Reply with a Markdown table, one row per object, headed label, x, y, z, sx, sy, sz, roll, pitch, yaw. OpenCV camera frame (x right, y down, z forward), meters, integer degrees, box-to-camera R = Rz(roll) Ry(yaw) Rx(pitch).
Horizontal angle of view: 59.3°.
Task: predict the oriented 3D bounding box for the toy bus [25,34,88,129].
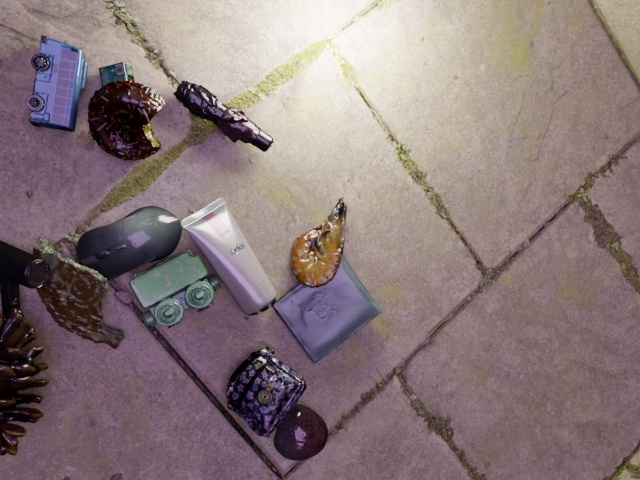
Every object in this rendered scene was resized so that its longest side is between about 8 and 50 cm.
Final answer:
| label | x | y | z | sx | sy | sz | roll | pitch | yaw |
| --- | --- | --- | --- | --- | --- | --- | --- | --- | --- |
| toy bus | -0.719 | -0.424 | 1.540 | 0.134 | 0.116 | 0.233 | 9 | 91 | -18 |

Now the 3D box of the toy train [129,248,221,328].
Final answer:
| label | x | y | z | sx | sy | sz | roll | pitch | yaw |
| --- | --- | --- | --- | --- | --- | --- | --- | --- | --- |
| toy train | -0.424 | 0.143 | 1.644 | 0.243 | 0.132 | 0.188 | -28 | 92 | -15 |

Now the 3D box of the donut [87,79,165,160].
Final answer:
| label | x | y | z | sx | sy | sz | roll | pitch | yaw |
| --- | --- | --- | --- | --- | --- | --- | --- | --- | --- |
| donut | -0.539 | -0.326 | 1.557 | 0.216 | 0.096 | 0.230 | 17 | 124 | -18 |

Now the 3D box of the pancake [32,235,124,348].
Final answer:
| label | x | y | z | sx | sy | sz | roll | pitch | yaw |
| --- | --- | --- | --- | --- | --- | --- | --- | --- | --- |
| pancake | -0.676 | 0.148 | 1.575 | 0.197 | 0.054 | 0.376 | -23 | 109 | 9 |

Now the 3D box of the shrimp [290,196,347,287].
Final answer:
| label | x | y | z | sx | sy | sz | roll | pitch | yaw |
| --- | --- | --- | --- | --- | --- | --- | --- | --- | --- |
| shrimp | 0.000 | 0.000 | 1.802 | 0.164 | 0.062 | 0.316 | 16 | 73 | 5 |

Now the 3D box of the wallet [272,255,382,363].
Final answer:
| label | x | y | z | sx | sy | sz | roll | pitch | yaw |
| --- | --- | --- | --- | --- | --- | --- | --- | --- | --- |
| wallet | 0.023 | 0.218 | 1.827 | 0.290 | 0.054 | 0.251 | -35 | 97 | -9 |

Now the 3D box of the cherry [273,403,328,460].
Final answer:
| label | x | y | z | sx | sy | sz | roll | pitch | yaw |
| --- | --- | --- | --- | --- | --- | --- | --- | --- | --- |
| cherry | -0.065 | 0.606 | 1.756 | 0.176 | 0.140 | 0.176 | -1 | 80 | 5 |

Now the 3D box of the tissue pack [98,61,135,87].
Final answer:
| label | x | y | z | sx | sy | sz | roll | pitch | yaw |
| --- | --- | --- | --- | --- | --- | --- | --- | --- | --- |
| tissue pack | -0.572 | -0.442 | 1.610 | 0.085 | 0.079 | 0.111 | -8 | 94 | 14 |

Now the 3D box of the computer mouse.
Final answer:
| label | x | y | z | sx | sy | sz | roll | pitch | yaw |
| --- | --- | --- | --- | --- | --- | --- | --- | --- | --- |
| computer mouse | -0.579 | 0.024 | 1.610 | 0.379 | 0.090 | 0.167 | -28 | 98 | -12 |

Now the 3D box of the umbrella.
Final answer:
| label | x | y | z | sx | sy | sz | roll | pitch | yaw |
| --- | --- | --- | --- | --- | --- | --- | --- | --- | --- |
| umbrella | -0.287 | -0.368 | 1.694 | 0.326 | 0.094 | 0.090 | 33 | 37 | -14 |

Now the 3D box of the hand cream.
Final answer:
| label | x | y | z | sx | sy | sz | roll | pitch | yaw |
| --- | --- | --- | --- | --- | --- | --- | --- | --- | --- |
| hand cream | -0.262 | 0.056 | 1.697 | 0.185 | 0.118 | 0.358 | -40 | 104 | -44 |

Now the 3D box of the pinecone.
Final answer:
| label | x | y | z | sx | sy | sz | roll | pitch | yaw |
| --- | --- | --- | --- | --- | --- | --- | --- | --- | --- |
| pinecone | -0.854 | 0.336 | 1.392 | 0.385 | 0.384 | 0.384 | 0 | 92 | -18 |

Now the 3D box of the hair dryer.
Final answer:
| label | x | y | z | sx | sy | sz | roll | pitch | yaw |
| --- | --- | --- | --- | --- | --- | --- | --- | --- | --- |
| hair dryer | -0.828 | 0.134 | 1.516 | 0.197 | 0.089 | 0.251 | 17 | 111 | 18 |

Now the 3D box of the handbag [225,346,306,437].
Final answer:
| label | x | y | z | sx | sy | sz | roll | pitch | yaw |
| --- | --- | --- | --- | --- | --- | --- | --- | --- | --- |
| handbag | -0.173 | 0.454 | 1.706 | 0.208 | 0.127 | 0.228 | 35 | 83 | 14 |
